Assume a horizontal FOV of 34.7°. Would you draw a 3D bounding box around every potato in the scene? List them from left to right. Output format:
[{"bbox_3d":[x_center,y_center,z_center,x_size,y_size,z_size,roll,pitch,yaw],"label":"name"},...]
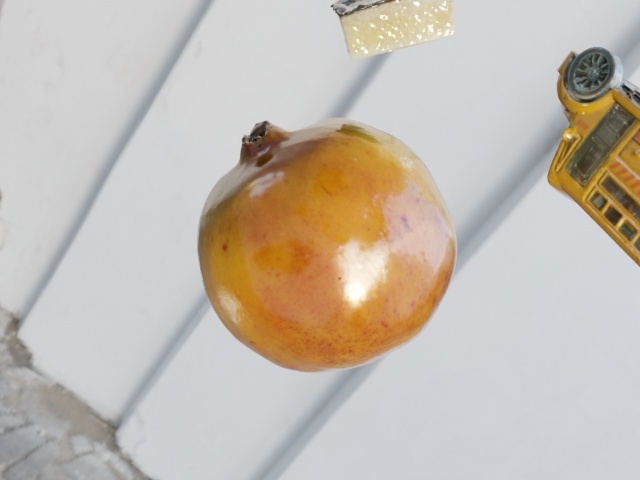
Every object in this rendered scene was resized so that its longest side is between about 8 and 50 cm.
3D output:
[{"bbox_3d":[0.075,-0.231,1.054,0.086,0.122,0.061,-93,167,-68],"label":"potato"}]

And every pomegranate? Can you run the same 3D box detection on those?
[{"bbox_3d":[0.000,0.000,1.025,0.264,0.264,0.264,25,34,-18],"label":"pomegranate"}]

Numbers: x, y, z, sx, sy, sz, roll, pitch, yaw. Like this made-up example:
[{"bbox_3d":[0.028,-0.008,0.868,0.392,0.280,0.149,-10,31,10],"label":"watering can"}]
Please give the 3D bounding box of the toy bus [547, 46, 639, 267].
[{"bbox_3d":[0.167,-0.026,0.495,0.069,0.074,0.162,17,27,-40],"label":"toy bus"}]
